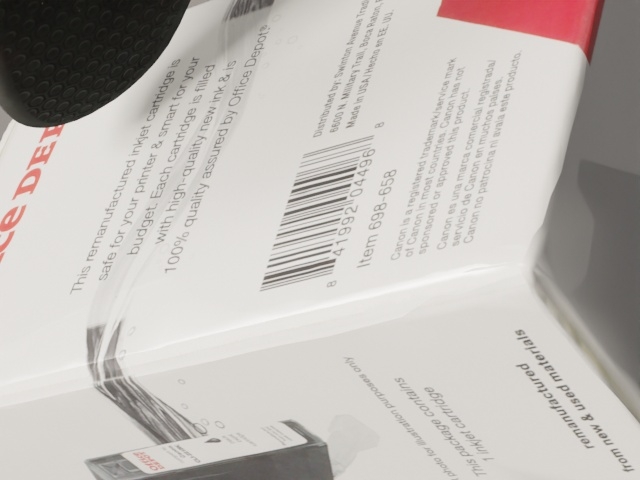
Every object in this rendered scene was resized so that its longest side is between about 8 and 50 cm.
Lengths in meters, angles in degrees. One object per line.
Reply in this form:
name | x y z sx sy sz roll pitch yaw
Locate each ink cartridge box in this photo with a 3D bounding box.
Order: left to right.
ink cartridge box | 0.000 0.000 0.693 0.273 0.197 0.114 -14 131 33

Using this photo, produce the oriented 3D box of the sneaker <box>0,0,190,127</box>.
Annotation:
sneaker | -0.117 -0.163 0.605 0.090 0.145 0.270 -34 150 -18
